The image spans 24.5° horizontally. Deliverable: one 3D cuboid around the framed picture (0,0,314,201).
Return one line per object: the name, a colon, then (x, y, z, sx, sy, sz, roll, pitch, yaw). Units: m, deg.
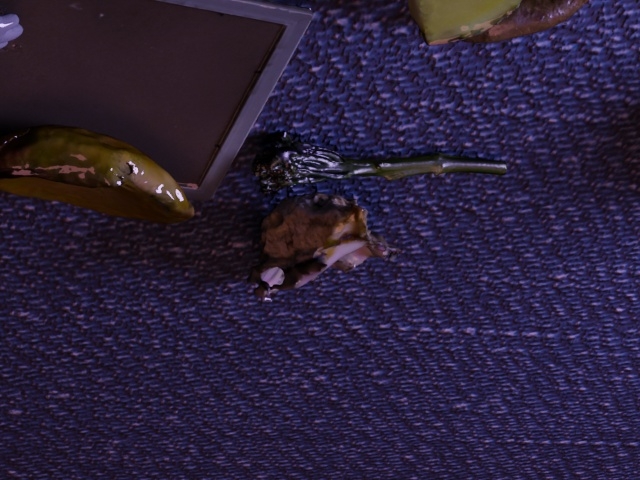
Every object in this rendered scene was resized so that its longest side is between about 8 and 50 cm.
framed picture: (-0.180, -0.116, 1.050, 0.293, 0.018, 0.231, 7, 143, -23)

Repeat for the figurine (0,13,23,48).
figurine: (-0.259, -0.107, 0.908, 0.193, 0.140, 0.265, -5, 174, -39)

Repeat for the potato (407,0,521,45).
potato: (0.102, -0.208, 0.955, 0.119, 0.054, 0.198, -6, 149, -8)

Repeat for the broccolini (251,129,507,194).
broccolini: (0.049, -0.055, 1.178, 0.218, 0.042, 0.044, 4, 145, -22)

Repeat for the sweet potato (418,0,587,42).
sweet potato: (0.144, -0.164, 1.042, 0.153, 0.038, 0.041, -18, 154, 8)

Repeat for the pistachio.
pistachio: (-0.167, -0.053, 1.084, 0.173, 0.049, 0.089, 13, 165, -33)

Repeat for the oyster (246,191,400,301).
oyster: (-0.007, 0.003, 1.209, 0.133, 0.072, 0.209, -15, 175, 10)
